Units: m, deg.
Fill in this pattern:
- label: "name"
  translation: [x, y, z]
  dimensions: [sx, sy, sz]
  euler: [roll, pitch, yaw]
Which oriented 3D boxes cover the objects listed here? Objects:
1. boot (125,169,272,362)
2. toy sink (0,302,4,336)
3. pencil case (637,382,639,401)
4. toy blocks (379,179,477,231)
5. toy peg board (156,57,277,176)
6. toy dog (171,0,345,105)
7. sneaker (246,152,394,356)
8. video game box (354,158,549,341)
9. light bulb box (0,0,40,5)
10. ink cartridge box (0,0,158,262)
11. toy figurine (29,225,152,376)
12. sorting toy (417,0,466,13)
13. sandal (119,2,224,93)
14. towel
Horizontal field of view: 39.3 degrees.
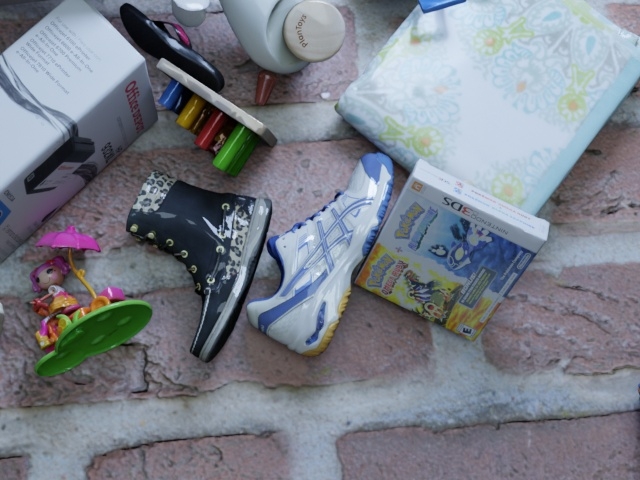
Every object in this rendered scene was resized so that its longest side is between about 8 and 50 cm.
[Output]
- label: "boot"
  translation: [-0.178, 0.028, 1.188]
  dimensions: [0.178, 0.085, 0.237]
  euler: [19, 71, 1]
- label: "toy sink"
  translation: [-0.518, 0.069, 1.087]
  dimensions: [0.234, 0.153, 0.131]
  euler: [-6, 68, -26]
- label: "pencil case"
  translation: [0.491, 0.324, 1.173]
  dimensions: [0.133, 0.119, 0.306]
  euler: [5, 75, -28]
- label: "toy blocks"
  translation: [0.166, -0.004, 1.226]
  dimensions: [0.123, 0.148, 0.054]
  euler: [54, 36, -17]
- label: "toy peg board"
  translation: [-0.151, -0.154, 1.198]
  dimensions: [0.160, 0.161, 0.079]
  euler: [33, 91, 2]
- label: "toy dog"
  translation: [-0.132, -0.308, 1.210]
  dimensions: [0.333, 0.220, 0.161]
  euler: [32, 93, 5]
- label: "sneaker"
  translation: [0.000, 0.000, 1.198]
  dimensions: [0.131, 0.112, 0.297]
  euler: [24, 76, 0]
- label: "video game box"
  translation: [0.166, 0.018, 1.173]
  dimensions: [0.187, 0.205, 0.048]
  euler: [27, 39, 2]
- label: "light bulb box"
  translation: [-0.364, -0.509, 1.115]
  dimensions: [0.357, 0.225, 0.361]
  euler: [10, 77, 42]
- label: "ink cartridge box"
  translation: [-0.362, -0.130, 1.129]
  dimensions: [0.129, 0.223, 0.307]
  euler: [44, 77, 4]
- label: "toy figurine"
  translation: [-0.327, 0.065, 1.167]
  dimensions: [0.173, 0.130, 0.159]
  euler: [-36, 68, 12]
- label: "sorting toy"
  translation: [0.128, -0.447, 1.307]
  dimensions: [0.196, 0.047, 0.348]
  euler: [-29, 60, -6]
- label: "sandal"
  translation: [-0.205, -0.275, 1.263]
  dimensions: [0.179, 0.067, 0.040]
  euler: [36, 66, -4]
- label: "towel"
  translation: [0.254, -0.225, 1.289]
  dimensions: [0.320, 0.090, 0.374]
  euler: [38, 77, 6]
